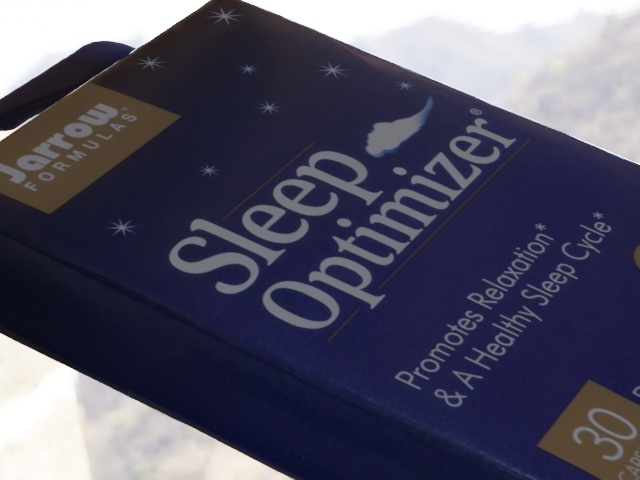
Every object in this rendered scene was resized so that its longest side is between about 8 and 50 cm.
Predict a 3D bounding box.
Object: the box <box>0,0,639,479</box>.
[{"bbox_3d":[0.000,0.000,0.500,0.225,0.036,0.136,23,37,20],"label":"box"}]
